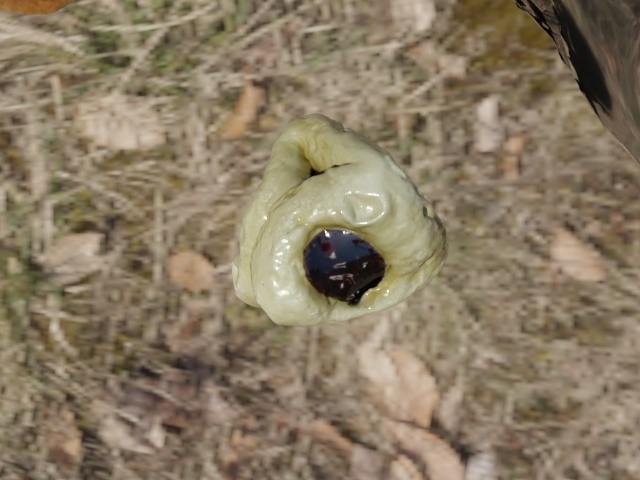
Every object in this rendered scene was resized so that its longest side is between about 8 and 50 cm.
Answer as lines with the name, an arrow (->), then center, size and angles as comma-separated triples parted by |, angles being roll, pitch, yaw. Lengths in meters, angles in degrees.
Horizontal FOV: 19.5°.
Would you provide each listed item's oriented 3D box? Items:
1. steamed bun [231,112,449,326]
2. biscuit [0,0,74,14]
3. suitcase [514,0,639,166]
steamed bun -> 0.000, 0.000, 1.516 | 0.155, 0.172, 0.141 | -44, 129, -9
biscuit -> -0.193, -0.239, 1.123 | 0.186, 0.036, 0.192 | 24, 108, -32
suitcase -> 0.198, -0.170, 0.491 | 0.345, 0.188, 0.339 | -35, 155, 2
